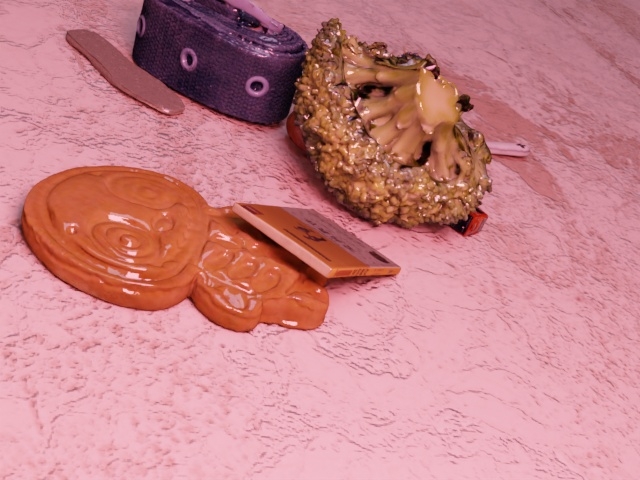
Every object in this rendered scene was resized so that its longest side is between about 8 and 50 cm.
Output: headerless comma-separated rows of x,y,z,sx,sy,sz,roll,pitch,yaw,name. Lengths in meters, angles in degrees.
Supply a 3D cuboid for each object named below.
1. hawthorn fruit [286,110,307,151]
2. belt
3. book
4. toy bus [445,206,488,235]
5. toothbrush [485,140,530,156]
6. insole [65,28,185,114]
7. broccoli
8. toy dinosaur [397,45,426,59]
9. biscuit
0.006,-0.114,1.371,0.103,0.067,0.067,56,36,4,hawthorn fruit
-0.117,-0.236,1.404,0.218,0.128,0.122,31,31,19,belt
0.000,0.000,1.159,0.118,0.012,0.172,34,13,21,book
0.139,-0.048,1.364,0.043,0.031,0.110,-10,44,-47,toy bus
0.142,-0.130,1.502,0.304,0.030,0.030,4,34,-29,toothbrush
-0.227,-0.195,1.384,0.192,0.010,0.063,39,33,29,insole
0.075,-0.126,1.282,0.176,0.226,0.198,12,27,43,broccoli
0.130,-0.240,1.674,0.047,0.030,0.083,9,31,-20,toy dinosaur
-0.126,0.004,1.096,0.289,0.044,0.202,18,30,-3,biscuit
